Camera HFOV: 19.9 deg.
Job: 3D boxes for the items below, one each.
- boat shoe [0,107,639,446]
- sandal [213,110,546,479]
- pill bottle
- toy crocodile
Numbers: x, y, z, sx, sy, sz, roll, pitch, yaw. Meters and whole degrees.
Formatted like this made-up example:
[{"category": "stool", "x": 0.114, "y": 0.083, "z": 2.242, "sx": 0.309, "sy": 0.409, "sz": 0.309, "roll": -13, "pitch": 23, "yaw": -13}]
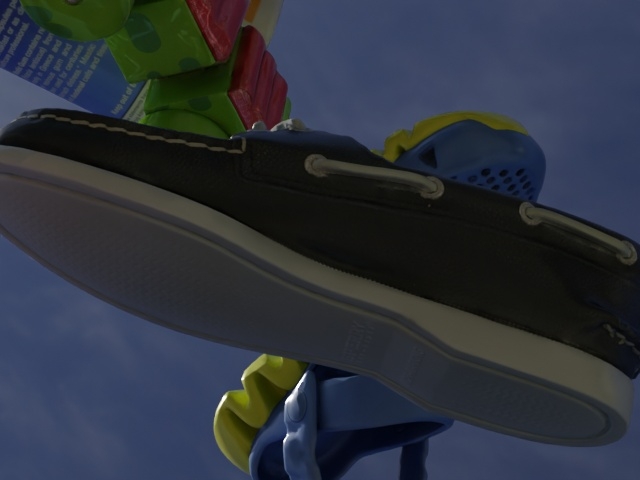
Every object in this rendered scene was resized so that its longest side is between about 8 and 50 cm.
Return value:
[{"category": "boat shoe", "x": 0.000, "y": 0.000, "z": 0.793, "sx": 0.303, "sy": 0.114, "sz": 0.091, "roll": 22, "pitch": -116, "yaw": -8}, {"category": "sandal", "x": 0.051, "y": 0.064, "z": 1.105, "sx": 0.126, "sy": 0.317, "sz": 0.138, "roll": 6, "pitch": -144, "yaw": -31}, {"category": "pill bottle", "x": -0.175, "y": -0.180, "z": 1.279, "sx": 0.272, "sy": 0.152, "sz": 0.152, "roll": 27, "pitch": -114, "yaw": -14}, {"category": "toy crocodile", "x": -0.084, "y": -0.126, "z": 1.068, "sx": 0.105, "sy": 0.340, "sz": 0.115, "roll": -9, "pitch": -137, "yaw": 22}]
